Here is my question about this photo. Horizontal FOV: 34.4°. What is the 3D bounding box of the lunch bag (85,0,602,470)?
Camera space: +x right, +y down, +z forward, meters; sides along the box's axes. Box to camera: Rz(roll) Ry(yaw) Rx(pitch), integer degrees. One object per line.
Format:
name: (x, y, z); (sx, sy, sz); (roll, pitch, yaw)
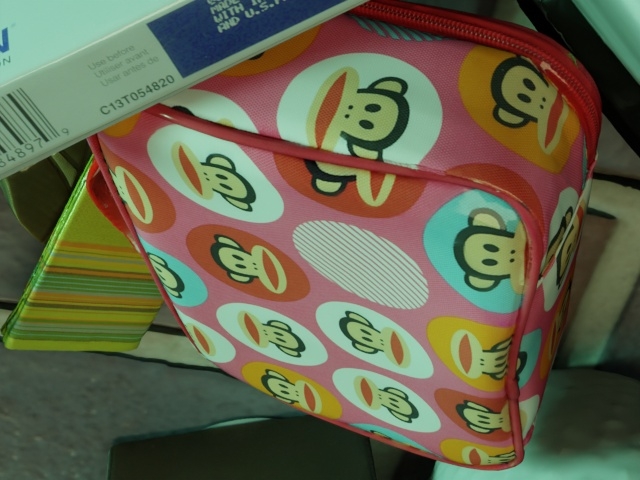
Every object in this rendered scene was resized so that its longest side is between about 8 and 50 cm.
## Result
lunch bag: (0.000, 0.000, 0.542); (0.258, 0.120, 0.293); (16, 150, 16)

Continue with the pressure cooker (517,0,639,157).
pressure cooker: (0.304, -0.130, 0.409); (0.370, 0.375, 0.420); (-44, 110, 2)

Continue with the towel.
towel: (-0.107, -0.025, 0.630); (0.102, 0.021, 0.237); (7, 123, -45)

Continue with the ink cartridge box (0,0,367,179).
ink cartridge box: (-0.099, -0.141, 0.464); (0.223, 0.224, 0.045); (-25, 137, 8)

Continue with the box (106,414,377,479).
box: (-0.037, 0.281, 0.623); (0.191, 0.381, 0.143); (-8, 123, 0)

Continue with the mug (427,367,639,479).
mug: (0.241, 0.244, 0.661); (0.374, 0.328, 0.276); (-2, 120, -5)

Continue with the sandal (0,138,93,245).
sandal: (-0.173, -0.062, 0.598); (0.072, 0.049, 0.180); (-37, 136, 0)
